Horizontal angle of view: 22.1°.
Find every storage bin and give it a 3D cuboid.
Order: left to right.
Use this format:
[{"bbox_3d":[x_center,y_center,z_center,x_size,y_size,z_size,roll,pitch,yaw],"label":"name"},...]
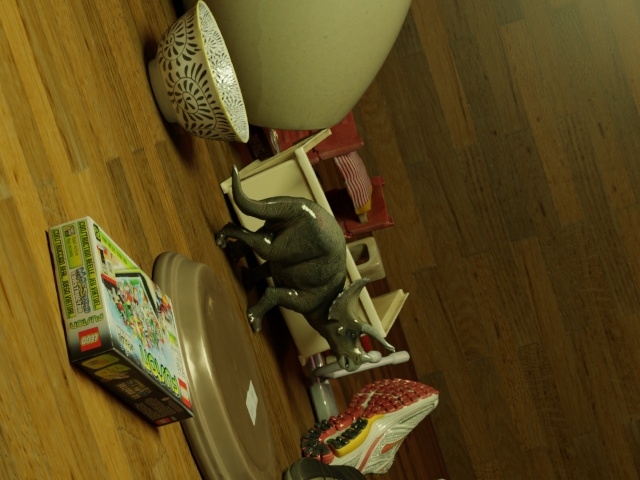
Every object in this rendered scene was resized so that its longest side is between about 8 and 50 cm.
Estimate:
[{"bbox_3d":[0.000,0.000,2.190,0.262,0.123,0.260,65,14,-6],"label":"storage bin"}]

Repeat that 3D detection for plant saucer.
[{"bbox_3d":[-0.099,0.139,1.622,0.278,0.041,0.278,-17,90,-84],"label":"plant saucer"}]

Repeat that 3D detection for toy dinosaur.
[{"bbox_3d":[-0.029,0.014,1.978,0.121,0.160,0.313,-96,167,-61],"label":"toy dinosaur"}]

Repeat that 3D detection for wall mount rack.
[{"bbox_3d":[0.080,0.274,2.336,0.304,0.130,0.350,30,44,-80],"label":"wall mount rack"}]

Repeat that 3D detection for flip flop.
[{"bbox_3d":[0.025,0.332,1.983,0.112,0.080,0.277,49,10,30],"label":"flip flop"}]

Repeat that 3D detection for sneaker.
[{"bbox_3d":[0.067,0.253,2.139,0.088,0.225,0.093,18,-51,47],"label":"sneaker"}]

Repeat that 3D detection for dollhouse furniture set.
[{"bbox_3d":[0.033,-0.014,2.570,0.201,0.152,0.374,66,10,-46],"label":"dollhouse furniture set"}]

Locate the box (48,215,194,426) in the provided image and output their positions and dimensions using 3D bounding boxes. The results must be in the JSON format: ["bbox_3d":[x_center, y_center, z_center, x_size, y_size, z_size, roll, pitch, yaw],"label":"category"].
[{"bbox_3d":[-0.158,0.070,1.325,0.207,0.036,0.114,57,17,-67],"label":"box"}]

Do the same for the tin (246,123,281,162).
[{"bbox_3d":[-0.099,-0.181,2.433,0.190,0.040,0.106,65,14,-48],"label":"tin"}]

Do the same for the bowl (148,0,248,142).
[{"bbox_3d":[-0.146,-0.180,1.861,0.170,0.080,0.170,-18,90,-84],"label":"bowl"}]

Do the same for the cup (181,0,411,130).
[{"bbox_3d":[-0.041,-0.285,2.209,0.331,0.331,0.237,-90,-174,-68],"label":"cup"}]
